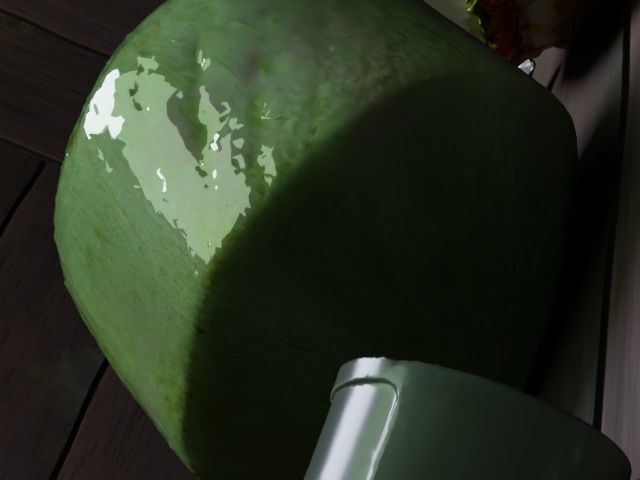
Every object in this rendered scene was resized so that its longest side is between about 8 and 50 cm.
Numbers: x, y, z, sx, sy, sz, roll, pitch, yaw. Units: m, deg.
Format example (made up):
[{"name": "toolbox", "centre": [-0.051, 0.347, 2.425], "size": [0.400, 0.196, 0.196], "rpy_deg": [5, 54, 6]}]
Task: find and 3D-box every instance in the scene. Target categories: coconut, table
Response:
[{"name": "coconut", "centre": [0.000, 0.000, 1.034], "size": [0.281, 0.328, 0.328], "rpy_deg": [28, -97, -52]}, {"name": "table", "centre": [0.028, 0.170, 0.676], "size": [0.126, 0.126, 0.220], "rpy_deg": [121, 171, -68]}]

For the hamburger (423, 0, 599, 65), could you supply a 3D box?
[{"name": "hamburger", "centre": [0.117, -0.258, 1.234], "size": [0.276, 0.179, 0.294], "rpy_deg": [55, -145, -67]}]

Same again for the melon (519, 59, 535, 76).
[{"name": "melon", "centre": [0.115, -0.045, 1.319], "size": [0.098, 0.054, 0.182], "rpy_deg": [136, 156, -66]}]
